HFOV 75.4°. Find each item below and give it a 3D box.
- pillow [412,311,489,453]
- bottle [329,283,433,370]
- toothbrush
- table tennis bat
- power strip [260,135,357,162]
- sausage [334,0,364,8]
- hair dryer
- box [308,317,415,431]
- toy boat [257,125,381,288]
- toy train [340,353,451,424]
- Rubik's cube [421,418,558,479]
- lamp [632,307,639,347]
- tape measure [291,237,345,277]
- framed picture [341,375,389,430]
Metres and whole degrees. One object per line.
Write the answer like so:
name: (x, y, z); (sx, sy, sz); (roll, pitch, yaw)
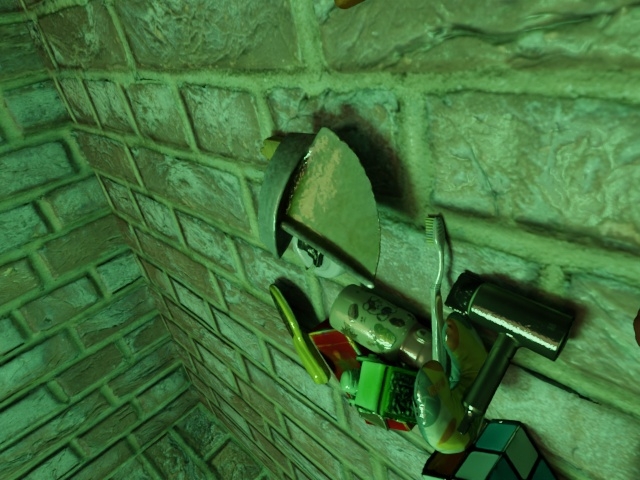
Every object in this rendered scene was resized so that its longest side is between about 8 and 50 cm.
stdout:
pillow: (0.245, 0.267, 0.766); (0.086, 0.233, 0.214); (-4, 124, 48)
bottle: (0.151, 0.198, 0.925); (0.253, 0.120, 0.120); (24, 135, 29)
toothbrush: (0.225, 0.135, 0.797); (0.037, 0.028, 0.375); (12, 113, 51)
table tennis bat: (-0.074, 0.279, 1.244); (0.368, 0.054, 0.224); (51, 160, 43)
power strip: (-0.025, -0.183, 0.897); (0.305, 0.044, 0.064); (20, 132, 43)
sausage: (0.073, -0.383, 0.610); (0.131, 0.041, 0.039); (3, 98, 49)
hair dryer: (0.268, 0.194, 0.692); (0.196, 0.248, 0.078); (25, 170, 37)
box: (0.120, 0.348, 1.114); (0.313, 0.089, 0.197); (57, 149, -2)
toy boat: (0.001, -0.078, 0.803); (0.294, 0.111, 0.275); (11, 103, 32)
toy train: (0.175, 0.337, 0.921); (0.243, 0.132, 0.188); (20, 164, -20)
Rubik's cube: (0.355, 0.503, 0.873); (0.167, 0.183, 0.180); (56, 144, -3)
lamp: (0.452, 0.114, 0.515); (0.101, 0.090, 0.101); (1, 92, 29)
tape measure: (0.003, 0.000, 0.957); (0.178, 0.105, 0.196); (31, 138, 31)
framed picture: (0.118, 0.427, 1.094); (0.109, 0.011, 0.149); (3, 120, 52)
